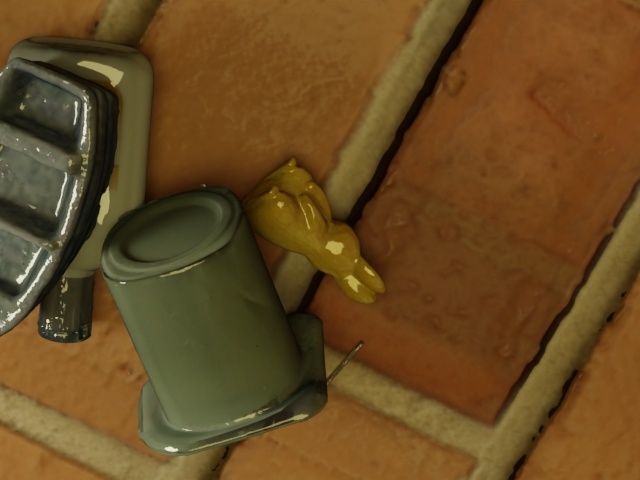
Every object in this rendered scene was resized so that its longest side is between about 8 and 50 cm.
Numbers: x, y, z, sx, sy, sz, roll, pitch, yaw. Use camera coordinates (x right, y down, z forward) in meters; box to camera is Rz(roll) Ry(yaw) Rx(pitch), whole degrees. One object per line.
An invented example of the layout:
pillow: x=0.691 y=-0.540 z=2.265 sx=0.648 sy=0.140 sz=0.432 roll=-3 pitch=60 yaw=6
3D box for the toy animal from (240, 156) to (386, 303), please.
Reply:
toy animal: x=-0.001 y=0.000 z=1.871 sx=0.159 sy=0.070 sz=0.083 roll=40 pitch=137 yaw=-11

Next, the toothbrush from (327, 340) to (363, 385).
toothbrush: x=0.012 y=0.137 z=1.942 sx=0.008 sy=0.006 sz=0.097 roll=37 pitch=105 yaw=-11

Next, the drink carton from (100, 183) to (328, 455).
drink carton: x=-0.111 y=0.073 z=1.811 sx=0.191 sy=0.185 sz=0.190 roll=-17 pitch=122 yaw=8

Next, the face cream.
face cream: x=-0.238 y=-0.046 z=1.859 sx=0.144 sy=0.071 sz=0.291 roll=9 pitch=108 yaw=5

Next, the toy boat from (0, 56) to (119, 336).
toy boat: x=-0.275 y=-0.031 z=1.792 sx=0.127 sy=0.078 sz=0.283 roll=24 pitch=111 yaw=8
